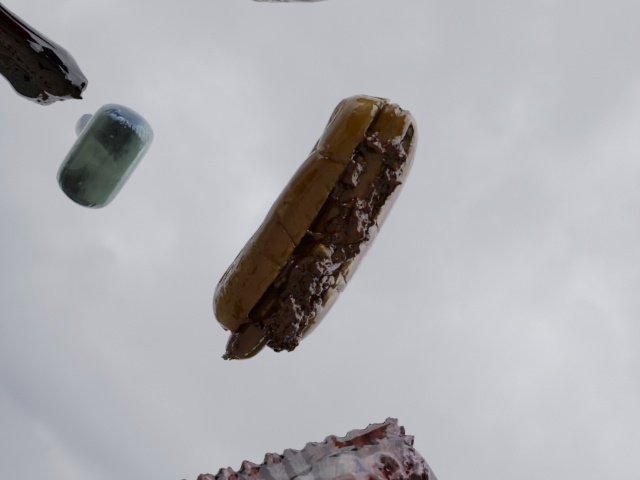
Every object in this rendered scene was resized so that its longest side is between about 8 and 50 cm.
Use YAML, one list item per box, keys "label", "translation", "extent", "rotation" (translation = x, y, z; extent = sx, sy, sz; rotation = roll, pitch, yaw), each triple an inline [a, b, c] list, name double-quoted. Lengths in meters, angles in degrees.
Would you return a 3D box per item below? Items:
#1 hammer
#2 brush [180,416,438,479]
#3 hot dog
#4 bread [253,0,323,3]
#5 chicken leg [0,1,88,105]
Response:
- label: "hammer"
  translation: [-0.246, -0.108, 1.340]
  extent: [0.069, 0.194, 0.116]
  rotation: [32, -83, -24]
- label: "brush"
  translation: [-0.095, 0.151, 0.559]
  extent: [0.060, 0.321, 0.050]
  rotation: [-121, -162, -52]
- label: "hot dog"
  translation: [0.000, 0.000, 0.967]
  extent: [0.249, 0.102, 0.076]
  rotation: [-55, -137, 8]
- label: "bread"
  translation: [0.016, -0.273, 0.815]
  extent: [0.121, 0.246, 0.174]
  rotation: [34, -15, -27]
- label: "chicken leg"
  translation: [-0.276, -0.190, 0.727]
  extent: [0.096, 0.407, 0.158]
  rotation: [-43, -115, 5]
